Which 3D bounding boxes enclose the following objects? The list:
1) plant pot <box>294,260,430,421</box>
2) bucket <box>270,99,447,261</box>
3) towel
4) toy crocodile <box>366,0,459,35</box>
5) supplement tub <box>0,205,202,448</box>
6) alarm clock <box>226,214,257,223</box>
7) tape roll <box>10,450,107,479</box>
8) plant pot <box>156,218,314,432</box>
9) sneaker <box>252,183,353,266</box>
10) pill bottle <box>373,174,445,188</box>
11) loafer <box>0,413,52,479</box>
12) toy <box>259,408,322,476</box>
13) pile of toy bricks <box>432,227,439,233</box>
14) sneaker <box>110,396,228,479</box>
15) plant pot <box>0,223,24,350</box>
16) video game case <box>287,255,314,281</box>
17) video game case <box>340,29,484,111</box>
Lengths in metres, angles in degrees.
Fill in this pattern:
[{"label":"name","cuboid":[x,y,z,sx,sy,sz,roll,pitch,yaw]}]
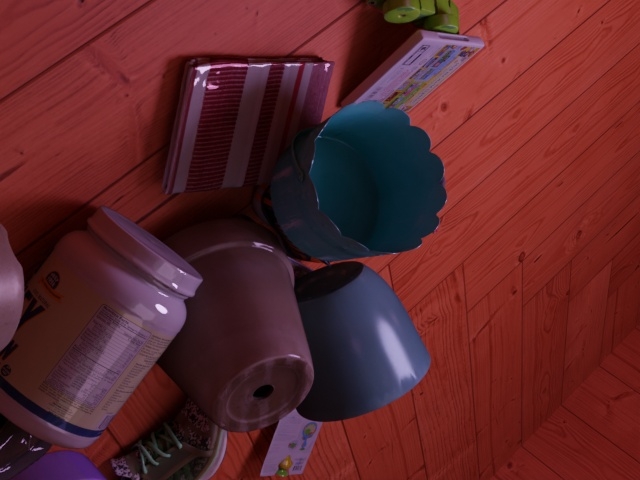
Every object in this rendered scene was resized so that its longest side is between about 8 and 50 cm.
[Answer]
[{"label":"plant pot","cuboid":[0.042,0.183,1.863,0.293,0.293,0.235,-32,108,-29]},{"label":"bucket","cuboid":[0.058,-0.094,1.627,0.281,0.183,0.281,6,78,-31]},{"label":"towel","cuboid":[-0.122,-0.202,1.610,0.329,0.037,0.237,-11,124,-45]},{"label":"toy crocodile","cuboid":[0.162,-0.440,1.704,0.341,0.105,0.115,6,74,-52]},{"label":"supplement tub","cuboid":[-0.360,0.132,1.458,0.325,0.235,0.235,-53,147,0]},{"label":"alarm clock","cuboid":[-0.168,0.016,1.751,0.192,0.064,0.129,22,102,-53]},{"label":"tape roll","cuboid":[-0.524,0.534,1.763,0.275,0.090,0.274,-31,141,-29]},{"label":"plant pot","cuboid":[-0.153,0.169,1.639,0.323,0.280,0.323,-20,137,-19]},{"label":"sneaker","cuboid":[0.000,0.000,1.828,0.124,0.180,0.321,-54,147,0]},{"label":"pill bottle","cuboid":[0.133,-0.141,1.826,0.123,0.219,0.122,-31,141,-30]},{"label":"loafer","cuboid":[-0.586,0.355,1.470,0.366,0.134,0.130,-43,126,-54]},{"label":"toy","cuboid":[-0.069,0.460,2.275,0.137,0.056,0.237,10,102,-41]},{"label":"pile of toy bricks","cuboid":[0.226,-0.053,2.128,0.118,0.105,0.212,-31,141,-30]},{"label":"sneaker","cuboid":[-0.329,0.453,1.899,0.182,0.158,0.410,22,98,-38]},{"label":"plant pot","cuboid":[-0.550,0.067,1.132,0.305,0.334,0.333,-5,125,-63]},{"label":"video game case","cuboid":[-0.076,0.136,1.943,0.173,0.022,0.190,30,88,-41]},{"label":"video game case","cuboid":[0.178,-0.321,1.798,0.206,0.026,0.227,-8,156,-48]}]
